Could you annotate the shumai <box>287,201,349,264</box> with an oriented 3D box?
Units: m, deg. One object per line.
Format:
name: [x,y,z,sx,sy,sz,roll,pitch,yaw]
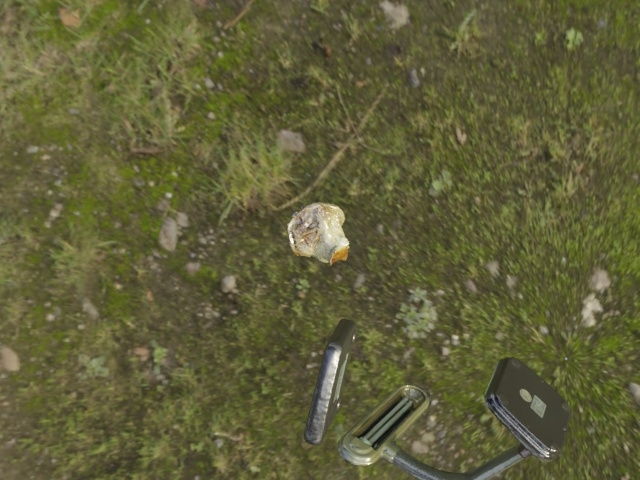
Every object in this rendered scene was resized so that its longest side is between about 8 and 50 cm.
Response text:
shumai: [0.003,-0.002,1.690,0.146,0.145,0.116,-35,58,9]

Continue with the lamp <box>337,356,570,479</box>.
lamp: [0.191,0.235,1.093,0.283,0.203,0.124,-28,100,36]

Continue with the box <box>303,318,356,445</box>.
box: [0.013,0.162,0.948,0.027,0.125,0.126,15,101,7]
